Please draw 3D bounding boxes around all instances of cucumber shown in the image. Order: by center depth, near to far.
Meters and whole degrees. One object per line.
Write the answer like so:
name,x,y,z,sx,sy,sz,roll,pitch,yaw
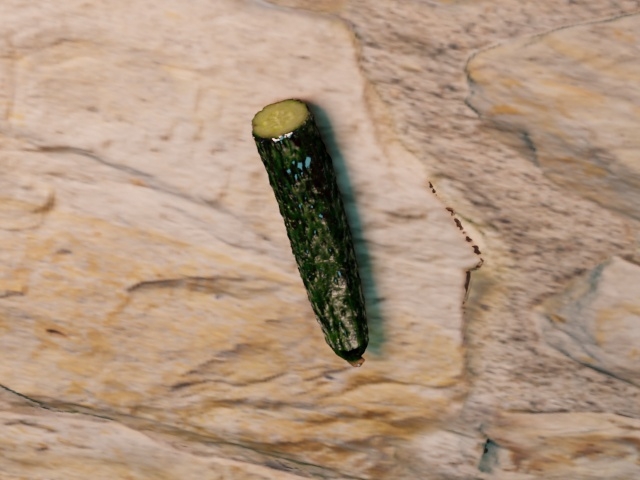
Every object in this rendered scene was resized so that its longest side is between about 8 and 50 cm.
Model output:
cucumber,0.000,0.000,1.772,0.068,0.067,0.293,-8,124,14
